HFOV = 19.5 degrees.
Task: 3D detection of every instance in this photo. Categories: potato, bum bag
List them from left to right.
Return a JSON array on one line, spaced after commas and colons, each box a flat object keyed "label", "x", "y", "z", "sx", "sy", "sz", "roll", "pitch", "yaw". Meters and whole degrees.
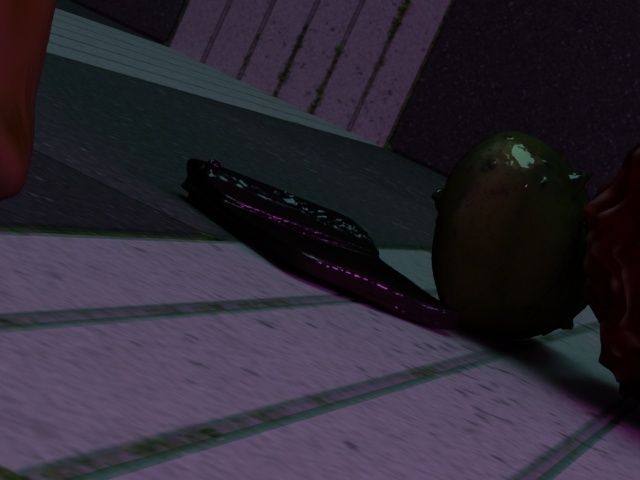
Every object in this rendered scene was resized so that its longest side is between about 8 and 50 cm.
[{"label": "bum bag", "x": 0.000, "y": 0.000, "z": 0.958, "sx": 0.109, "sy": 0.026, "sz": 0.159, "roll": 22, "pitch": 6, "yaw": -31}, {"label": "potato", "x": 0.108, "y": 0.001, "z": 1.006, "sx": 0.085, "sy": 0.105, "sz": 0.188, "roll": 30, "pitch": 4, "yaw": 24}]

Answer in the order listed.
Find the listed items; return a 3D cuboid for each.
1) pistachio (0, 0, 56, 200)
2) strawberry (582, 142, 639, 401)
[{"label": "pistachio", "x": -0.163, "y": -0.101, "z": 0.523, "sx": 0.212, "sy": 0.163, "sz": 0.260, "roll": 58, "pitch": -7, "yaw": -17}, {"label": "strawberry", "x": 0.323, "y": -0.025, "z": 0.919, "sx": 0.317, "sy": 0.345, "sz": 0.295, "roll": 29, "pitch": 0, "yaw": 36}]
